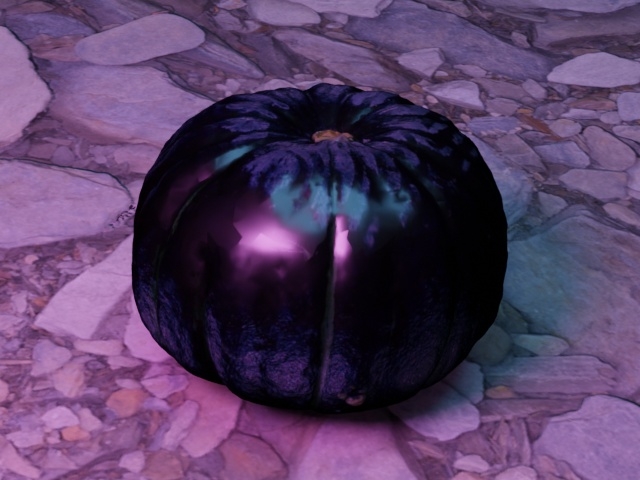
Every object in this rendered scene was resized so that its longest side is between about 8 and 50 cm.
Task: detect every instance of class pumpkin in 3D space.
[{"bbox_3d":[0.000,0.000,1.505,0.363,0.266,0.363,1,32,0],"label":"pumpkin"}]
